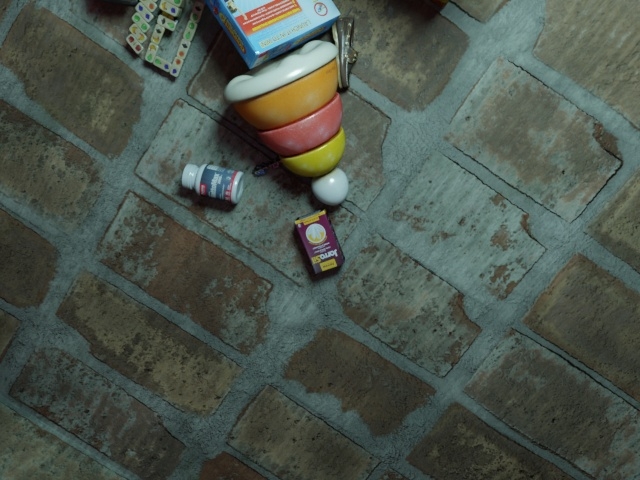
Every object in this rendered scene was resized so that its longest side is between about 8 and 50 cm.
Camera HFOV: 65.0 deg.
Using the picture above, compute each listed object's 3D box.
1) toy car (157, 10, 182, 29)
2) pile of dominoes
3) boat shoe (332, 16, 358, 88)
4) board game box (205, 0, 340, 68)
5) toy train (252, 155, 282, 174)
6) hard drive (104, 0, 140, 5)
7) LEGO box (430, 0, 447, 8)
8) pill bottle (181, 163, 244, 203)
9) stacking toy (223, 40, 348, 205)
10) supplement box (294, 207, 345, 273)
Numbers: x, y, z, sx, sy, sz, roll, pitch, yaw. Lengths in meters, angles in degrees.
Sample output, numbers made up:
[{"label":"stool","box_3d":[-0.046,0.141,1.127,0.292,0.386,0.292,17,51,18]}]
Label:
[{"label":"toy car","box_3d":[-0.439,-0.792,1.527,0.239,0.053,0.224,-34,97,10]},{"label":"pile of dominoes","box_3d":[-0.479,-0.653,1.513,0.196,0.040,0.251,28,110,-2]},{"label":"boat shoe","box_3d":[0.079,-0.568,1.519,0.073,0.073,0.206,-4,101,8]},{"label":"board game box","box_3d":[-0.151,-0.681,1.395,0.308,0.086,0.301,-36,96,-24]},{"label":"toy train","box_3d":[-0.146,-0.250,1.628,0.159,0.027,0.036,-22,110,8]},{"label":"hard drive","box_3d":[-0.673,-0.830,1.537,0.255,0.054,0.171,13,102,2]},{"label":"LEGO box","box_3d":[0.237,-0.815,1.239,0.373,0.500,0.193,30,102,-1]},{"label":"pill bottle","box_3d":[-0.345,-0.187,1.615,0.180,0.108,0.107,13,102,2]},{"label":"stacking toy","box_3d":[-0.041,-0.308,1.498,0.351,0.350,0.479,-20,114,8]},{"label":"supplement box","box_3d":[0.000,0.000,1.638,0.104,0.081,0.188,-20,99,8]}]
